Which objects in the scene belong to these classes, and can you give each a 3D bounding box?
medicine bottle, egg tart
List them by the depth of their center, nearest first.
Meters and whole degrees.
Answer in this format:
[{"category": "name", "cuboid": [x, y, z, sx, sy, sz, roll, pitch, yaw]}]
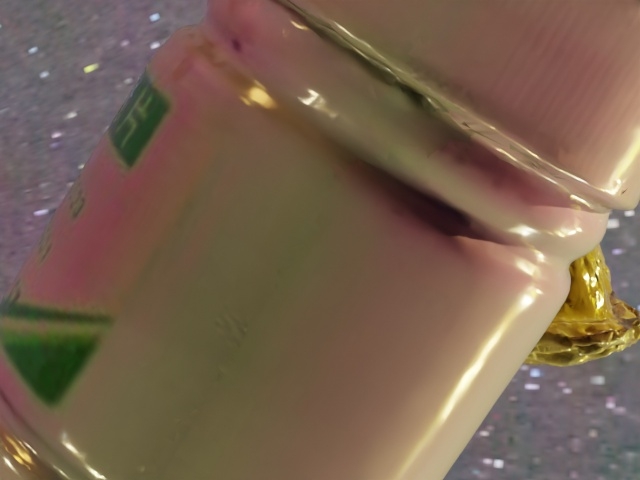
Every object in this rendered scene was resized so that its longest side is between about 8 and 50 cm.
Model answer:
[{"category": "medicine bottle", "cuboid": [0.000, 0.000, 0.754, 0.212, 0.212, 0.325, 28, -79, -24]}, {"category": "egg tart", "cuboid": [0.155, 0.030, 1.547, 0.288, 0.288, 0.118, 2, -75, -28]}]
